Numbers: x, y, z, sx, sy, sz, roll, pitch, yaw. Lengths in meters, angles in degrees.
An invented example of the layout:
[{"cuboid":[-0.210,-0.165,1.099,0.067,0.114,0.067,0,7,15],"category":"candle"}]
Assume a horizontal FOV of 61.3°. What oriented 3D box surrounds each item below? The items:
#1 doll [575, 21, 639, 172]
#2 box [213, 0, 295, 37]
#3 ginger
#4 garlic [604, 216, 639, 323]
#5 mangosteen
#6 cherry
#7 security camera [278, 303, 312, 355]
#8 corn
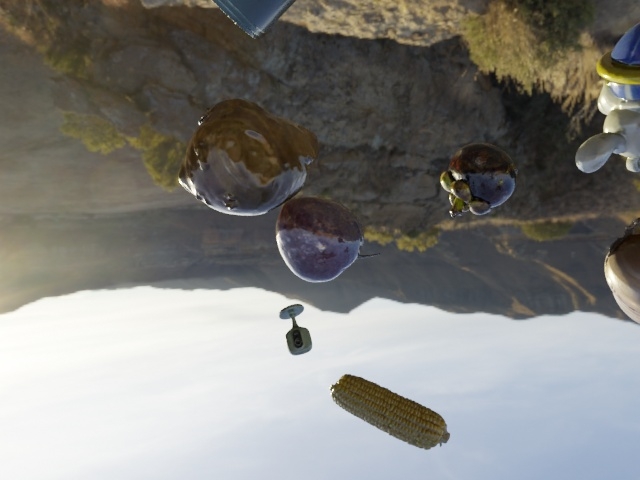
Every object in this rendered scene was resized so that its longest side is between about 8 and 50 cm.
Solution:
[{"cuboid":[0.533,-0.244,0.931,0.311,0.242,0.159,-31,-132,-18],"category":"doll"},{"cuboid":[-0.119,-0.434,0.791,0.149,0.226,0.226,-41,168,14],"category":"box"},{"cuboid":[-0.125,-0.146,1.042,0.200,0.222,0.269,-10,153,44],"category":"ginger"},{"cuboid":[0.568,0.031,0.794,0.257,0.207,0.207,-10,175,42],"category":"garlic"},{"cuboid":[0.422,-0.157,1.476,0.217,0.192,0.192,-46,-173,-9],"category":"mangosteen"},{"cuboid":[0.000,0.000,1.366,0.266,0.213,0.183,41,-172,-16],"category":"cherry"},{"cuboid":[-0.045,0.175,1.042,0.058,0.092,0.058,-17,150,-10],"category":"security camera"},{"cuboid":[0.129,0.324,1.025,0.238,0.080,0.080,22,-174,15],"category":"corn"}]
